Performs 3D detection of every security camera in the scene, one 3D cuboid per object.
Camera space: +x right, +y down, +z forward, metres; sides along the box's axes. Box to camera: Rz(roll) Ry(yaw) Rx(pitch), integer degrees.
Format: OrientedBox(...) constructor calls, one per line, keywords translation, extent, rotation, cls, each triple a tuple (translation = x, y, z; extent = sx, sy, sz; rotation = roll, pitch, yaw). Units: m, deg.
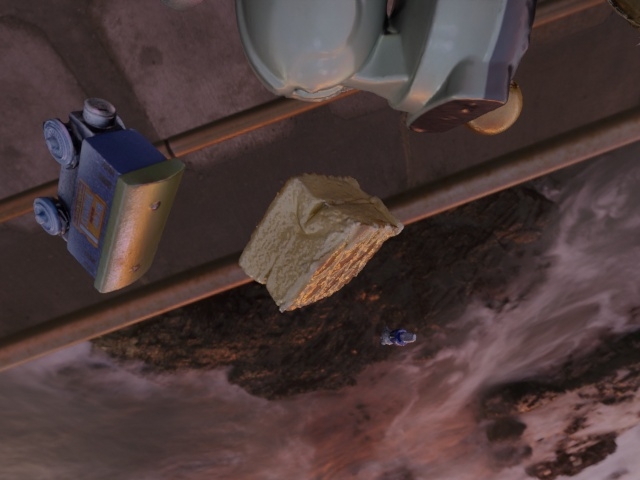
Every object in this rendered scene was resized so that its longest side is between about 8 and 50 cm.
OrientedBox(translation=(0.050, -0.233, 0.443), extent=(0.278, 0.197, 0.191), rotation=(5, 94, -6), cls="security camera")

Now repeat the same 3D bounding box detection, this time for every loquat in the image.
OrientedBox(translation=(0.364, -0.301, 0.921), extent=(0.141, 0.141, 0.141), rotation=(-9, 132, -10), cls="loquat")

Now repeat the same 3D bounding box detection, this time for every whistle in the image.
OrientedBox(translation=(0.132, 0.163, 0.719), extent=(0.029, 0.033, 0.083), rotation=(18, 162, -30), cls="whistle")

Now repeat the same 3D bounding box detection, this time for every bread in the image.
OrientedBox(translation=(0.000, 0.000, 1.342), extent=(0.371, 0.279, 0.390), rotation=(-6, 141, -55), cls="bread")

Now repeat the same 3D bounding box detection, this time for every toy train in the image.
OrientedBox(translation=(-0.357, -0.067, 0.694), extent=(0.131, 0.202, 0.299), rotation=(-36, 166, -50), cls="toy train")

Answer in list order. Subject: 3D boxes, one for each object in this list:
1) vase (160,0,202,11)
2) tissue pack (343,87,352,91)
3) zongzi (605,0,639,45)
OrientedBox(translation=(-0.145, -0.382, 0.544), extent=(0.214, 0.086, 0.086), rotation=(-1, 151, 46), cls="vase")
OrientedBox(translation=(0.056, -0.569, 1.286), extent=(0.090, 0.186, 0.222), rotation=(6, 91, -38), cls="tissue pack")
OrientedBox(translation=(0.273, -0.275, 0.368), extent=(0.178, 0.188, 0.081), rotation=(18, 144, -42), cls="zongzi")
